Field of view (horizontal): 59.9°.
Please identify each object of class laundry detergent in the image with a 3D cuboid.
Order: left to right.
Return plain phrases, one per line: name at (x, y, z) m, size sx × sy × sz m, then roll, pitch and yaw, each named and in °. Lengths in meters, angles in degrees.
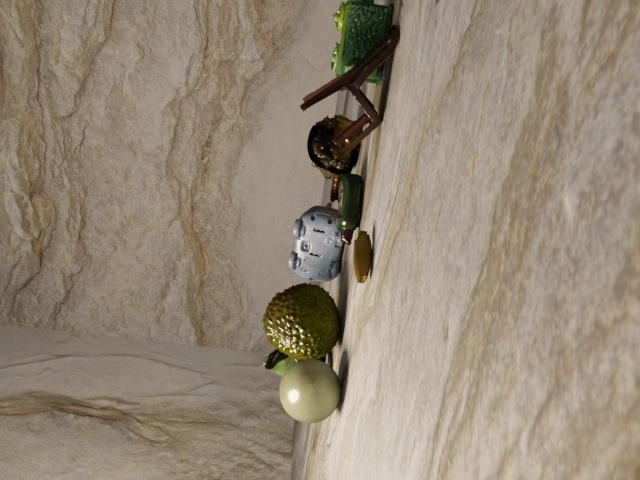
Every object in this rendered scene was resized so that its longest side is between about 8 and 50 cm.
laundry detergent at (0.089, -0.090, 1.753) m, size 0.144 × 0.078 × 0.222 m, roll 105°, pitch 169°, yaw -77°

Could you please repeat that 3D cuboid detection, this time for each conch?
conch at (-0.118, 0.421, 2.028) m, size 0.250 × 0.143 × 0.137 m, roll 69°, pitch -168°, yaw -64°

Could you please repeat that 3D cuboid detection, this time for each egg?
egg at (-0.030, 0.451, 1.667) m, size 0.253 × 0.186 × 0.186 m, roll 107°, pitch 170°, yaw -71°

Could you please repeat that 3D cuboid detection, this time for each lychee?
lychee at (-0.060, 0.274, 1.889) m, size 0.320 × 0.270 × 0.270 m, roll -92°, pitch 9°, yaw -48°

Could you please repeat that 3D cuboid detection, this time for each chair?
chair at (0.123, -0.408, 1.525) m, size 0.326 × 0.183 × 0.175 m, roll -35°, pitch 21°, yaw 16°

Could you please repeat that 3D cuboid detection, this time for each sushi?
sushi at (0.053, -0.343, 2.018) m, size 0.200 × 0.213 × 0.204 m, roll -61°, pitch 16°, yaw -5°

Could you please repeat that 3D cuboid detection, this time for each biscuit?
biscuit at (0.079, -0.259, 2.263) m, size 0.220 × 0.066 × 0.220 m, roll -172°, pitch 90°, yaw -87°

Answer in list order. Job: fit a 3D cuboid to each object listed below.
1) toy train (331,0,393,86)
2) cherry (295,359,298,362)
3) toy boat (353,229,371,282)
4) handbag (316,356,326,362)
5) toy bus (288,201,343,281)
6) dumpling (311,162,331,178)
toy train at (0.117, -0.593, 1.655) m, size 0.188 × 0.159 × 0.272 m, roll -108°, pitch 25°, yaw -66°
cherry at (-0.035, 0.466, 2.001) m, size 0.115 × 0.188 × 0.148 m, roll -36°, pitch -2°, yaw 44°
toy boat at (0.106, 0.038, 1.419) m, size 0.049 × 0.047 × 0.149 m, roll 104°, pitch 172°, yaw -63°
handbag at (-0.015, 0.379, 2.181) m, size 0.260 × 0.113 × 0.162 m, roll -92°, pitch 3°, yaw -59°
toy bus at (0.000, 0.000, 2.169) m, size 0.232 × 0.197 × 0.294 m, roll -68°, pitch -12°, yaw -63°
dumpling at (0.067, -0.335, 2.449) m, size 0.086 × 0.166 × 0.332 m, roll 54°, pitch -172°, yaw 9°
